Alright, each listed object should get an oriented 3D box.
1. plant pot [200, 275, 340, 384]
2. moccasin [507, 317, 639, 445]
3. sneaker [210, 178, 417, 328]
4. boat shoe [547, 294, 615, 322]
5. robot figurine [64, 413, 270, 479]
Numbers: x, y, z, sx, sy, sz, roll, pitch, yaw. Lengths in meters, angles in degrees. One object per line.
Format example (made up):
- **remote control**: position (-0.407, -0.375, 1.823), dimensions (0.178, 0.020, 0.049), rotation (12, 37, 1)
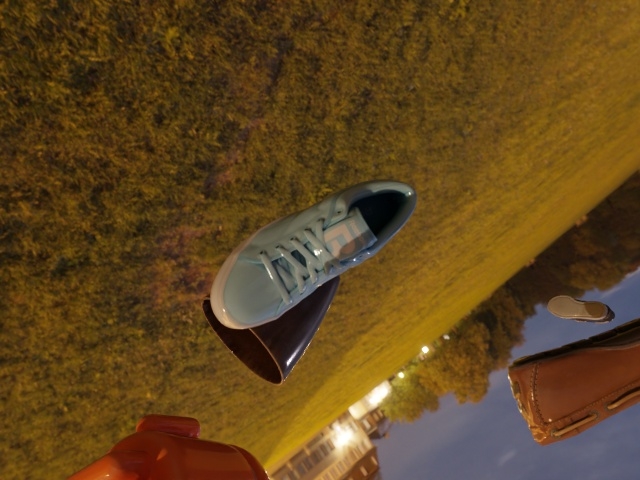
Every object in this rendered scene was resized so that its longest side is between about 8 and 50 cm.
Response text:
- **plant pot**: position (-0.075, 0.121, 0.984), dimensions (0.230, 0.215, 0.215), rotation (-43, 168, -29)
- **moccasin**: position (0.454, 0.174, 0.664), dimensions (0.380, 0.146, 0.139), rotation (-19, 163, 1)
- **sneaker**: position (0.000, 0.000, 0.758), dimensions (0.366, 0.135, 0.150), rotation (-38, -173, -27)
- **boat shoe**: position (0.493, 0.132, 0.953), dimensions (0.125, 0.038, 0.046), rotation (-8, -120, 63)
- **robot figurine**: position (-0.128, 0.253, 0.469), dimensions (0.219, 0.158, 0.128), rotation (40, 73, -50)
